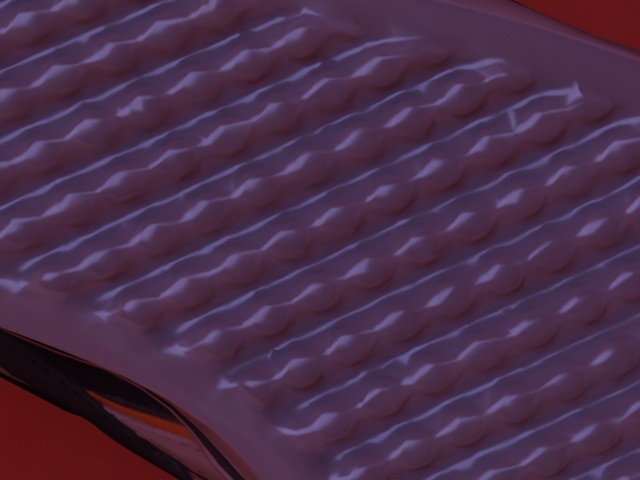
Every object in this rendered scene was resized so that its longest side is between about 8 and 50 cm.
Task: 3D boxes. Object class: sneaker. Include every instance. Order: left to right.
[{"bbox_3d":[0.000,0.000,0.400,0.321,0.127,0.126,30,90,-4],"label":"sneaker"}]
